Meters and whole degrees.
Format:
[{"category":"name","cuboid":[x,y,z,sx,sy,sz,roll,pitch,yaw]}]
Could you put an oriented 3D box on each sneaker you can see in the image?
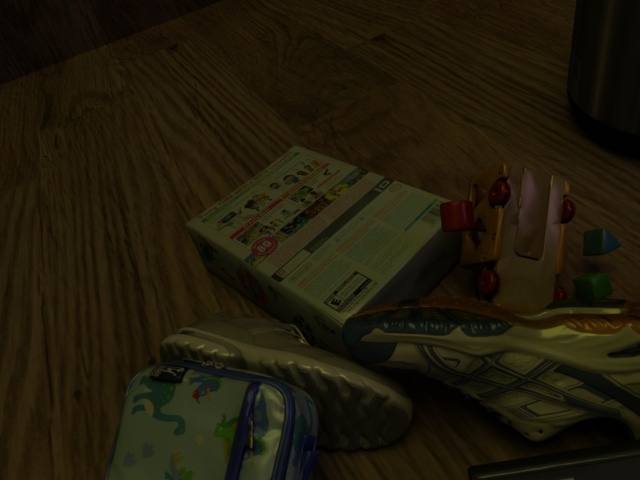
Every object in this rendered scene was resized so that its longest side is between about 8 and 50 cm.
[{"category":"sneaker","cuboid":[-0.032,0.128,0.557,0.281,0.105,0.115,14,32,20]},{"category":"sneaker","cuboid":[0.164,0.124,0.472,0.296,0.131,0.112,1,9,16]}]

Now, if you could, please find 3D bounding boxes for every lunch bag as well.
[{"category":"lunch bag","cuboid":[-0.098,0.218,0.439,0.176,0.090,0.219,5,70,22]}]

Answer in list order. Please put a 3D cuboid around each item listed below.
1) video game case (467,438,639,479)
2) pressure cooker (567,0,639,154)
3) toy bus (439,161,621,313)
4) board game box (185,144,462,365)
[{"category":"video game case","cuboid":[0.204,0.244,0.259,0.196,0.026,0.274,-12,80,5]},{"category":"pressure cooker","cuboid":[0.532,-0.355,0.663,0.375,0.420,0.370,-27,42,-12]},{"category":"toy bus","cuboid":[0.215,0.014,0.595,0.202,0.191,0.104,-34,3,-17]},{"category":"board game box","cuboid":[0.000,0.000,0.692,0.303,0.097,0.224,28,57,37]}]
